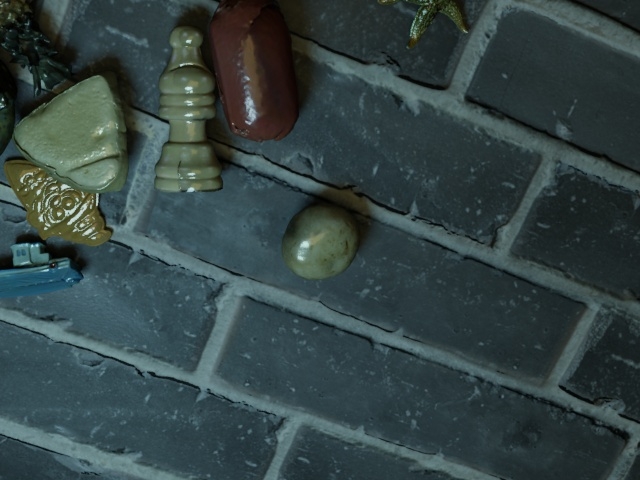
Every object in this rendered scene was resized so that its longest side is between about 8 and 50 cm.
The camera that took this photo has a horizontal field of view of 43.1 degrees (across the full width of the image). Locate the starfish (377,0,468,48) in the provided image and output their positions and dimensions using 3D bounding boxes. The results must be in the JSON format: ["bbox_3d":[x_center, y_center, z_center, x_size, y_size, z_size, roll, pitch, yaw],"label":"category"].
[{"bbox_3d":[0.222,-0.457,1.540,0.176,0.053,0.208,33,109,-23],"label":"starfish"}]

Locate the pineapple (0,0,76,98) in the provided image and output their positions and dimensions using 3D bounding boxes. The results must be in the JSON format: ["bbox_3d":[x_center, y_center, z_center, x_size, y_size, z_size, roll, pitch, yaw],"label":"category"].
[{"bbox_3d":[-0.548,-0.386,1.470,0.128,0.128,0.248,-28,112,5],"label":"pineapple"}]

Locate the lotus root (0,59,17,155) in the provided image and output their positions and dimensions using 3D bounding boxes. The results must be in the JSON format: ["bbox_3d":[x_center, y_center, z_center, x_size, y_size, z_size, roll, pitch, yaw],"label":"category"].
[{"bbox_3d":[-0.667,-0.232,1.484,0.260,0.149,0.267,-42,67,2],"label":"lotus root"}]

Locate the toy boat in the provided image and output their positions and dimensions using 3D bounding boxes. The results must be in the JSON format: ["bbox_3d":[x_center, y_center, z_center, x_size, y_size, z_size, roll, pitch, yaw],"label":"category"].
[{"bbox_3d":[-0.588,0.055,1.632,0.215,0.088,0.102,-11,74,0],"label":"toy boat"}]

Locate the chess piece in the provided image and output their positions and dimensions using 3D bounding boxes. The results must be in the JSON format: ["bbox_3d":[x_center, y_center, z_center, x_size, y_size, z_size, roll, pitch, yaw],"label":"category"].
[{"bbox_3d":[-0.256,-0.249,1.538,0.124,0.139,0.307,-5,103,-21],"label":"chess piece"}]

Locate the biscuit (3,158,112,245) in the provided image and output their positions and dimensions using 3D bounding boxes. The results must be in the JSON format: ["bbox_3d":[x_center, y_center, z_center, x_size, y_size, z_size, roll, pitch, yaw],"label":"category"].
[{"bbox_3d":[-0.524,-0.076,1.614,0.250,0.035,0.162,38,97,-12],"label":"biscuit"}]

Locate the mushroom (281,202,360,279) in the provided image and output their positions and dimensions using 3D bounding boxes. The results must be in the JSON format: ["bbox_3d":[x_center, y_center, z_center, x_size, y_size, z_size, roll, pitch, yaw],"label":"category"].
[{"bbox_3d":[0.000,0.000,1.626,0.166,0.127,0.166,-11,127,-15],"label":"mushroom"}]

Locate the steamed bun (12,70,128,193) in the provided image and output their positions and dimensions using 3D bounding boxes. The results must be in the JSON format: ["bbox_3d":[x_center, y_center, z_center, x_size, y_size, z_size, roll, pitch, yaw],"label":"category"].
[{"bbox_3d":[-0.445,-0.179,1.542,0.231,0.110,0.212,-27,84,8],"label":"steamed bun"}]

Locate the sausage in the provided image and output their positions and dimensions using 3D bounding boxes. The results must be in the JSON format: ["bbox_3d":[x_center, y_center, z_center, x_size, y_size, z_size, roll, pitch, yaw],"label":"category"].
[{"bbox_3d":[-0.121,-0.319,1.502,0.152,0.152,0.280,-8,107,-1],"label":"sausage"}]
